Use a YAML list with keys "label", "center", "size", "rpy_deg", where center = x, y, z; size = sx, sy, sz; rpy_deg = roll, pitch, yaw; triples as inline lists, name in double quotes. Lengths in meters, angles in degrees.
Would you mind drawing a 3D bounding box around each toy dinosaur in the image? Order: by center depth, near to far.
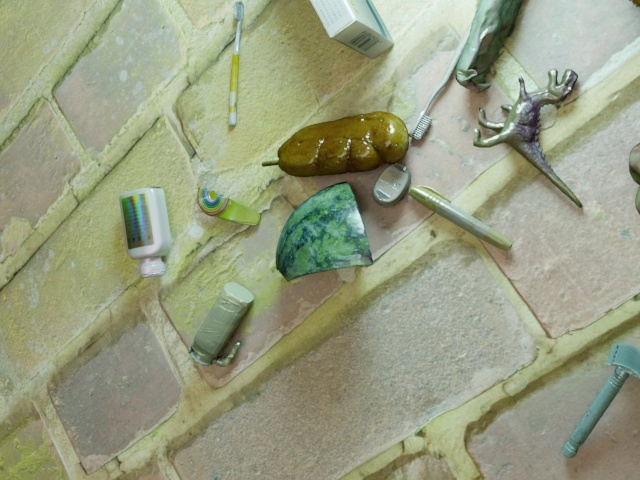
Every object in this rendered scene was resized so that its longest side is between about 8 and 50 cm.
- label: "toy dinosaur"
  center: [0.387, -0.192, 1.156]
  size: [0.200, 0.072, 0.251]
  rpy_deg: [2, 83, 16]

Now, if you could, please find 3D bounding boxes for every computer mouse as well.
- label: "computer mouse"
  center: [0.149, -0.113, 1.290]
  size: [0.066, 0.039, 0.096]
  rpy_deg: [35, 93, 20]

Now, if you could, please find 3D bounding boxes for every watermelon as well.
- label: "watermelon"
  center: [0.000, 0.000, 1.309]
  size: [0.260, 0.256, 0.176]
  rpy_deg: [-12, 131, 18]

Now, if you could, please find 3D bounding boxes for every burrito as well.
- label: "burrito"
  center: [0.331, -0.432, 1.163]
  size: [0.066, 0.096, 0.309]
  rpy_deg: [31, 108, 41]

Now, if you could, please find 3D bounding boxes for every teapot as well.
- label: "teapot"
  center: [-0.223, 0.208, 1.467]
  size: [0.107, 0.077, 0.200]
  rpy_deg: [32, 106, 1]

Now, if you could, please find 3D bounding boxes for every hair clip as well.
- label: "hair clip"
  center: [-0.224, -0.075, 1.476]
  size: [0.188, 0.033, 0.060]
  rpy_deg: [21, 101, 24]

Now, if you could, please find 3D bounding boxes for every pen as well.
- label: "pen"
  center: [0.277, -0.049, 1.236]
  size: [0.233, 0.032, 0.040]
  rpy_deg: [32, 82, 20]

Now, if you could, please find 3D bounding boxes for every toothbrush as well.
- label: "toothbrush"
  center: [0.261, -0.338, 1.234]
  size: [0.030, 0.025, 0.307]
  rpy_deg: [32, 106, 13]
- label: "toothbrush"
  center: [-0.200, -0.413, 1.455]
  size: [0.021, 0.024, 0.288]
  rpy_deg: [6, 95, 24]

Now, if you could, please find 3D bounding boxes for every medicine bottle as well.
- label: "medicine bottle"
  center: [-0.433, -0.018, 1.554]
  size: [0.115, 0.078, 0.219]
  rpy_deg: [-10, 88, 24]

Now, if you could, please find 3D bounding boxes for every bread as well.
- label: "bread"
  center: [0.027, -0.190, 1.322]
  size: [0.344, 0.084, 0.124]
  rpy_deg: [-8, 59, 27]

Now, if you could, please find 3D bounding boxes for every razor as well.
- label: "razor"
  center: [0.498, 0.299, 1.117]
  size: [0.068, 0.106, 0.232]
  rpy_deg: [32, 114, 22]

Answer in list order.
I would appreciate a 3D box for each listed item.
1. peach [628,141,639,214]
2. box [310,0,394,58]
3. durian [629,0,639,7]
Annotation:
- label: "peach"
  center: [0.595, -0.101, 1.031]
  size: [0.152, 0.152, 0.152]
  rpy_deg: [1, 92, 26]
- label: "box"
  center: [0.013, -0.541, 1.251]
  size: [0.065, 0.200, 0.343]
  rpy_deg: [-31, 79, 26]
- label: "durian"
  center: [0.578, -0.461, 1.018]
  size: [0.165, 0.132, 0.182]
  rpy_deg: [24, 99, 15]
